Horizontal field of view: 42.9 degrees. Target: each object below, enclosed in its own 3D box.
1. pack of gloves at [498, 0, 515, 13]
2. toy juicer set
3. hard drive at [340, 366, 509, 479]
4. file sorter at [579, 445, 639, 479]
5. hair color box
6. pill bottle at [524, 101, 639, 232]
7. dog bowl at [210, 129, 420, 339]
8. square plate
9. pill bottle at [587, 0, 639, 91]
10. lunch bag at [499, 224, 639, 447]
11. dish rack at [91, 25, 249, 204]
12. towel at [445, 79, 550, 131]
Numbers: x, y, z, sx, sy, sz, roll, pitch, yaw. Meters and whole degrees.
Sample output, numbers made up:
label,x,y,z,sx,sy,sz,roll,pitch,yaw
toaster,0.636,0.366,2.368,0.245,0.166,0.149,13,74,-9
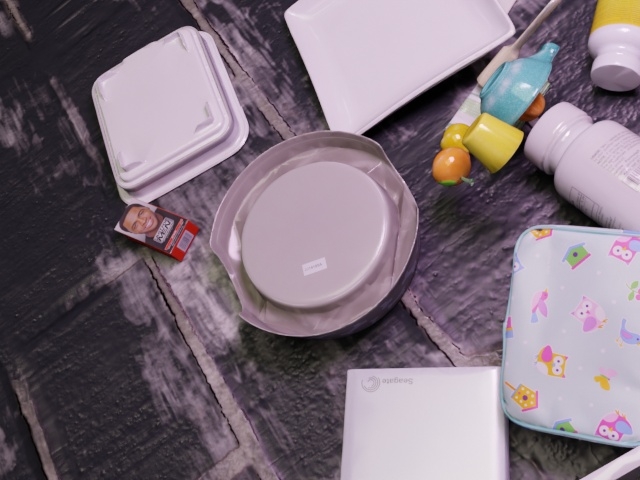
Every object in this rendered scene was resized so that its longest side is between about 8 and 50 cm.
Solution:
label,x,y,z,sx,sy,sz,roll,pitch,yaw
pack of gloves,0.296,-0.511,1.440,0.195,0.046,0.232,32,82,32
toy juicer set,0.275,-0.200,1.229,0.089,0.209,0.329,34,60,-6
hard drive,0.140,0.351,1.114,0.233,0.047,0.353,-5,65,21
file sorter,0.375,0.343,0.936,0.278,0.193,0.173,-32,62,7
hair color box,-0.296,-0.021,1.467,0.141,0.043,0.072,19,77,29
pill bottle,0.408,-0.095,1.152,0.131,0.131,0.229,-45,59,-1
dog bowl,0.000,0.000,1.300,0.349,0.102,0.348,-9,64,20
square plate,0.126,-0.375,1.420,0.344,0.049,0.347,-32,58,19
pill bottle,0.470,-0.327,1.249,0.103,0.103,0.184,10,71,26
lunch bag,0.356,0.124,1.049,0.224,0.108,0.279,5,88,30
dish rack,-0.309,-0.257,1.567,0.286,0.072,0.332,-29,58,9
towel,0.286,-0.218,1.324,0.113,0.023,0.152,31,81,30
